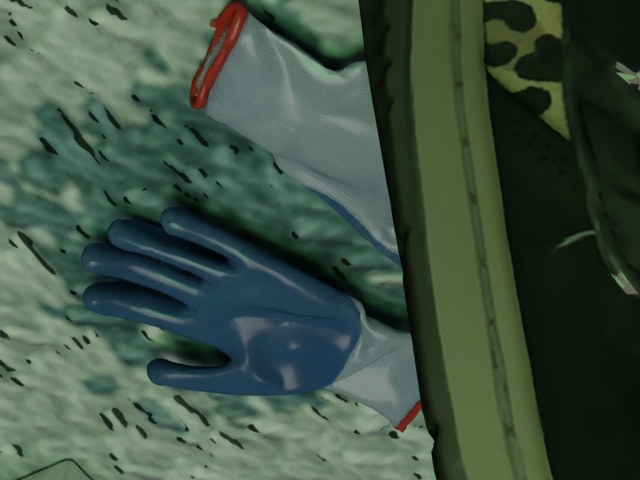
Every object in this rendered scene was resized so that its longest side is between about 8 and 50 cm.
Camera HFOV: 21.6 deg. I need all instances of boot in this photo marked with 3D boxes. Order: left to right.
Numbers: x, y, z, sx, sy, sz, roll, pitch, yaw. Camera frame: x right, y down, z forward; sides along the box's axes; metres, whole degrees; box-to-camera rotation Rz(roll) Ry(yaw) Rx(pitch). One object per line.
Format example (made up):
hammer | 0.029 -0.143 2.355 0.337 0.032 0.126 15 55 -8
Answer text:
boot | 0.158 -0.042 0.421 0.284 0.377 0.138 -9 163 6

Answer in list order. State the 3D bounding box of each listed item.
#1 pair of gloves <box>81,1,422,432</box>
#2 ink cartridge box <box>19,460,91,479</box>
pair of gloves | 0.000 0.000 0.652 0.159 0.023 0.198 25 127 -12
ink cartridge box | -0.133 0.189 0.742 0.092 0.143 0.090 -24 123 23
